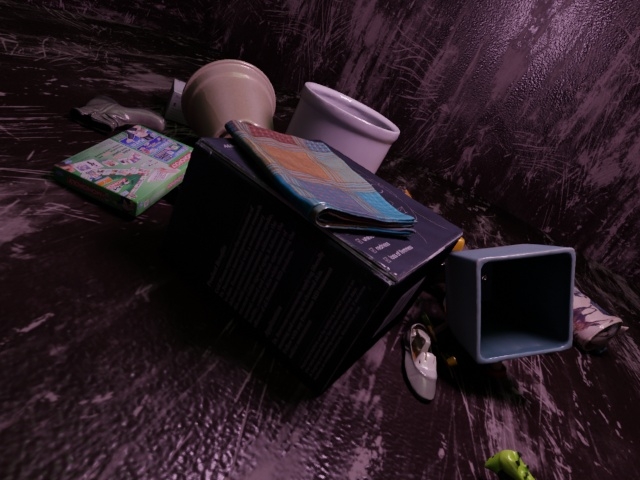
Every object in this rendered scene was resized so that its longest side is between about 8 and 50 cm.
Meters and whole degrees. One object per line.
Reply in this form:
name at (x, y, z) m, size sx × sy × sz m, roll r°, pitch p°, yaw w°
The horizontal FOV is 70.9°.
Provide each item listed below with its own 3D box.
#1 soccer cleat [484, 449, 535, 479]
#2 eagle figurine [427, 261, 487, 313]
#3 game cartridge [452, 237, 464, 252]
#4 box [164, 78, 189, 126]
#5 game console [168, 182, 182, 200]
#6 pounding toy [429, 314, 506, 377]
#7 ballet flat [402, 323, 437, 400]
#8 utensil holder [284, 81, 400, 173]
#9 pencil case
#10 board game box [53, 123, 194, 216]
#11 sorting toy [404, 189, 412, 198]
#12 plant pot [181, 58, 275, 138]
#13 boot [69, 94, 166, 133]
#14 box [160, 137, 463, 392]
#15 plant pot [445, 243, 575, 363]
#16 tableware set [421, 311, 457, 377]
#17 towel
soccer cleat at (0.366, 0.461, 0.800) m, size 0.060 × 0.072 × 0.178 m, roll -12°, pitch 67°, yaw -56°
eagle figurine at (0.393, 0.109, 1.367) m, size 0.299 × 0.226 × 0.225 m, roll 28°, pitch 44°, yaw -12°
game cartridge at (0.271, -0.051, 1.472) m, size 0.324 × 0.052 × 0.285 m, roll 11°, pitch 18°, yaw -5°
box at (-0.502, -0.526, 1.761) m, size 0.181 × 0.119 × 0.181 m, roll 15°, pitch 27°, yaw -25°
game console at (-0.363, -0.135, 1.231) m, size 0.361 × 0.043 × 0.213 m, roll 39°, pitch 27°, yaw 22°
pounding toy at (0.427, 0.281, 1.195) m, size 0.237 × 0.110 × 0.183 m, roll 10°, pitch 21°, yaw 33°
ballet flat at (0.230, 0.265, 1.026) m, size 0.072 × 0.068 × 0.213 m, roll 24°, pitch 25°, yaw -9°
utensil holder at (0.022, -0.253, 1.447) m, size 0.328 × 0.385 × 0.327 m, roll 22°, pitch 25°, yaw -11°
pencil case at (0.924, 0.229, 1.702) m, size 0.184 × 0.159 × 0.410 m, roll 5°, pitch 32°, yaw -25°
board game box at (-0.465, -0.190, 1.142) m, size 0.214 × 0.046 × 0.317 m, roll 25°, pitch 35°, yaw 3°
sorting toy at (0.375, -0.070, 1.776) m, size 0.196 × 0.047 × 0.347 m, roll 52°, pitch 20°, yaw -30°
plant pot at (-0.283, -0.380, 1.514) m, size 0.334 × 0.333 × 0.305 m, roll 11°, pitch 40°, yaw -32°
boot at (-0.621, -0.364, 1.392) m, size 0.247 × 0.083 × 0.161 m, roll 17°, pitch 33°, yaw -10°
box at (0.000, 0.000, 1.034) m, size 0.472 × 0.297 × 0.480 m, roll 38°, pitch 27°, yaw 19°
plant pot at (0.435, 0.126, 1.125) m, size 0.248 × 0.246 × 0.252 m, roll -6°, pitch 11°, yaw -11°
tableware set at (0.290, 0.250, 1.097) m, size 0.154 × 0.024 × 0.104 m, roll -113°, pitch 178°, yaw -53°
towel at (-0.005, -0.133, 0.901) m, size 0.272 × 0.040 × 0.370 m, roll 5°, pitch 33°, yaw -41°
